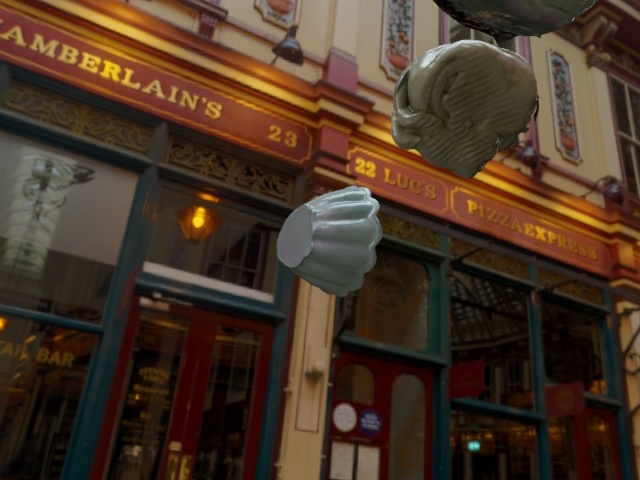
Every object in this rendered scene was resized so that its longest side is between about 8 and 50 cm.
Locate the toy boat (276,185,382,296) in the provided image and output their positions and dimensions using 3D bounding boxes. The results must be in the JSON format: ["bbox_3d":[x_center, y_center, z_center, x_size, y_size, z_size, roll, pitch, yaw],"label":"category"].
[{"bbox_3d":[0.000,0.000,1.044,0.100,0.199,0.290,11,-13,-24],"label":"toy boat"}]

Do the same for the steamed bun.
[{"bbox_3d":[0.292,-0.300,1.228,0.280,0.207,0.267,21,-61,-17],"label":"steamed bun"}]

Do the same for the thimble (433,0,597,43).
[{"bbox_3d":[0.219,-0.340,0.628,0.238,0.237,0.150,12,13,-15],"label":"thimble"}]
